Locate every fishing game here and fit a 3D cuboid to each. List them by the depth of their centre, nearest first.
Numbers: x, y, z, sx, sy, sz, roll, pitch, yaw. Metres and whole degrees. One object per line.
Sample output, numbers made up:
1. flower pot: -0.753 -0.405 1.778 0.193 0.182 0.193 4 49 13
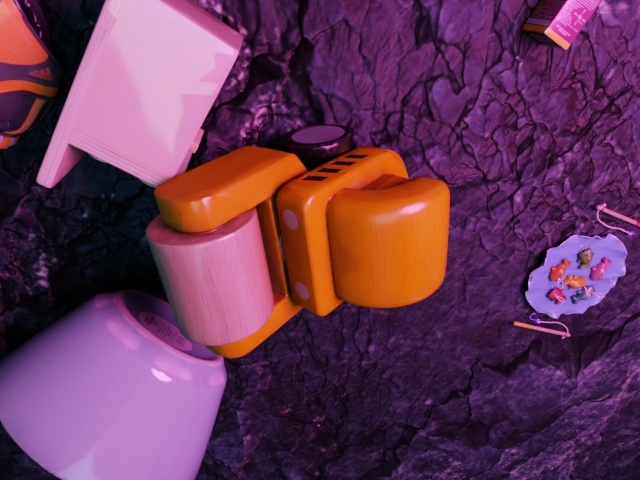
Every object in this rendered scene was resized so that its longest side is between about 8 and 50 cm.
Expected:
1. fishing game: 0.458 0.068 0.780 0.189 0.041 0.264 18 116 -19

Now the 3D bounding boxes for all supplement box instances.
1. supplement box: 0.304 -0.289 0.548 0.043 0.055 0.083 23 115 -20

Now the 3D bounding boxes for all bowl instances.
1. bowl: -0.258 0.186 0.636 0.311 0.311 0.163 38 87 -24

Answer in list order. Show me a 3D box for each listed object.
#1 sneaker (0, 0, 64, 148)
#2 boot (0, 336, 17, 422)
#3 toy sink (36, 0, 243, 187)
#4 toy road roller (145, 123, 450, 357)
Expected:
1. sneaker: -0.419 -0.257 0.445 0.180 0.125 0.321 -41 130 10
2. boot: -0.410 0.250 0.724 0.229 0.262 0.091 38 74 -53
3. toy sink: -0.194 -0.153 0.507 0.131 0.153 0.234 28 112 -21
4. toy road roller: 0.000 0.000 0.517 0.329 0.240 0.203 -34 129 -37
